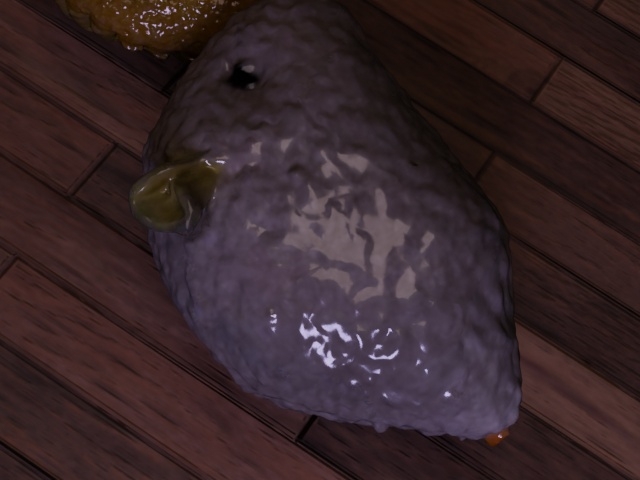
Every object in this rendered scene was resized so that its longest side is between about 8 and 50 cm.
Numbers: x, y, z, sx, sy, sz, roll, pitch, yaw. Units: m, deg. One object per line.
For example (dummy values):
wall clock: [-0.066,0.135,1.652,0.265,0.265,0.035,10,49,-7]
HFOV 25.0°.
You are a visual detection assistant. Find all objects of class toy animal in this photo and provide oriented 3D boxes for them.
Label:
toy animal: [0.004,0.006,1.020,0.226,0.188,0.358,-32,73,-14]

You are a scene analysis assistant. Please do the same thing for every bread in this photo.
bread: [-0.115,-0.236,1.151,0.240,0.139,0.240,5,62,-9]
